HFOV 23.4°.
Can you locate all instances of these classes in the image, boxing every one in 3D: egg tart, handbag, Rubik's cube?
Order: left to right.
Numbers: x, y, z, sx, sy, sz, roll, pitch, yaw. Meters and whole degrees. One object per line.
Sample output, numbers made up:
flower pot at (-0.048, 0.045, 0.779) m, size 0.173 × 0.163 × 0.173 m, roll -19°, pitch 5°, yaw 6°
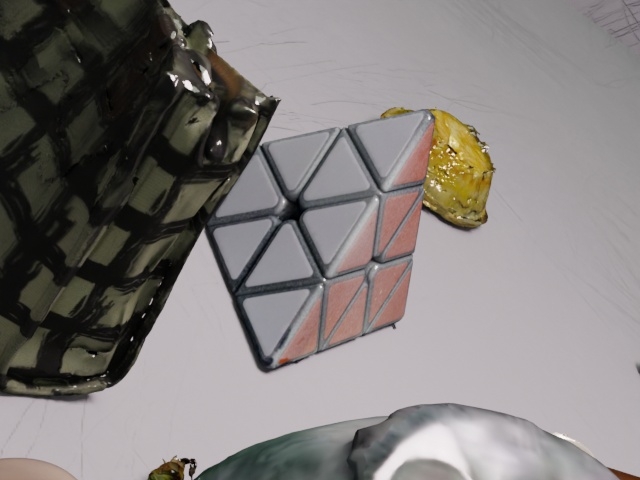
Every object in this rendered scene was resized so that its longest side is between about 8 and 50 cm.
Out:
handbag at (-0.211, -0.094, 1.267) m, size 0.162 × 0.327 × 0.325 m, roll 4°, pitch 43°, yaw -47°
Rubik's cube at (0.002, 0.002, 1.645) m, size 0.228 × 0.229 × 0.233 m, roll -11°, pitch 91°, yaw -17°
egg tart at (0.168, -0.113, 2.144) m, size 0.212 × 0.090 × 0.212 m, roll 33°, pitch 30°, yaw -22°

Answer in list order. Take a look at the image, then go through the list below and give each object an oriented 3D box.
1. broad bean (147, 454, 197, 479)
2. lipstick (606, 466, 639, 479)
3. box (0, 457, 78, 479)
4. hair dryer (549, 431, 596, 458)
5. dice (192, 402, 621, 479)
broad bean at (-0.048, 0.294, 1.207) m, size 0.292 × 0.049 × 0.144 m, roll 46°, pitch 27°, yaw 6°
lipstick at (0.412, 0.320, 1.838) m, size 0.356 × 0.057 × 0.057 m, roll 22°, pitch 32°, yaw -38°
box at (-0.218, 0.217, 1.034) m, size 0.146 × 0.088 × 0.200 m, roll 50°, pitch 27°, yaw 20°
hair dryer at (0.140, 0.252, 1.531) m, size 0.255 × 0.128 × 0.070 m, roll 8°, pitch 30°, yaw -17°
dice at (0.049, 0.322, 0.930) m, size 0.328 × 0.348 × 0.330 m, roll 23°, pitch 36°, yaw -33°
